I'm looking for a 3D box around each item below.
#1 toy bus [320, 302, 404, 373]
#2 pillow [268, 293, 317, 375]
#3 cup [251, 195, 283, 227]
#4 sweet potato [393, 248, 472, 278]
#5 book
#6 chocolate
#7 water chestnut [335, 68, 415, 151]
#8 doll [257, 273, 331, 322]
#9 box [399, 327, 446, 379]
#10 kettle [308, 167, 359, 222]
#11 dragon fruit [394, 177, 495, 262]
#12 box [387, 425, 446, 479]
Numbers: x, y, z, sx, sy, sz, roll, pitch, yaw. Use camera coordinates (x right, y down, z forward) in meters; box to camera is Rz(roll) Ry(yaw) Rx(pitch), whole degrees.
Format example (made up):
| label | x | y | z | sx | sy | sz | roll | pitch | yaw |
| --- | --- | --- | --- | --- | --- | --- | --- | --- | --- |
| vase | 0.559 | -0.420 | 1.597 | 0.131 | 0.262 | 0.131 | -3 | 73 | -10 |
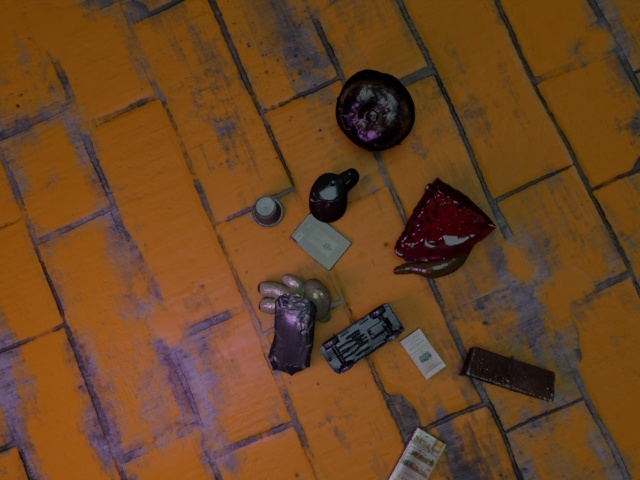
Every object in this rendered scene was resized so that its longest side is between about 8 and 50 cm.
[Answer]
| label | x | y | z | sx | sy | sz | roll | pitch | yaw |
| --- | --- | --- | --- | --- | --- | --- | --- | --- | --- |
| toy bus | 0.143 | 0.344 | 1.881 | 0.292 | 0.133 | 0.126 | -33 | 90 | -3 |
| pillow | -0.100 | 0.340 | 1.857 | 0.161 | 0.092 | 0.335 | 16 | 116 | 18 |
| cup | -0.199 | -0.113 | 1.934 | 0.119 | 0.141 | 0.120 | 0 | 83 | 2 |
| sweet potato | 0.440 | 0.077 | 1.921 | 0.346 | 0.079 | 0.108 | -25 | 57 | 2 |
| book | 0.000 | 0.000 | 1.975 | 0.198 | 0.016 | 0.138 | 40 | 88 | 6 |
| chocolate | 0.655 | 0.467 | 1.860 | 0.321 | 0.112 | 0.112 | 16 | 78 | 4 |
| water chestnut | 0.200 | -0.469 | 1.907 | 0.299 | 0.300 | 0.300 | 0 | 85 | 3 |
| doll | -0.092 | 0.203 | 1.924 | 0.277 | 0.175 | 0.149 | 4 | 47 | 12 |
| box | 0.371 | 0.410 | 1.917 | 0.090 | 0.024 | 0.167 | -35 | 84 | 0 |
| kettle | 0.051 | -0.167 | 1.874 | 0.202 | 0.232 | 0.144 | -28 | 82 | -6 |
| dragon fruit | 0.384 | -0.070 | 1.863 | 0.330 | 0.302 | 0.240 | -39 | 129 | 11 |
| box | 0.343 | 0.791 | 1.880 | 0.122 | 0.032 | 0.221 | 29 | 87 | 5 |
